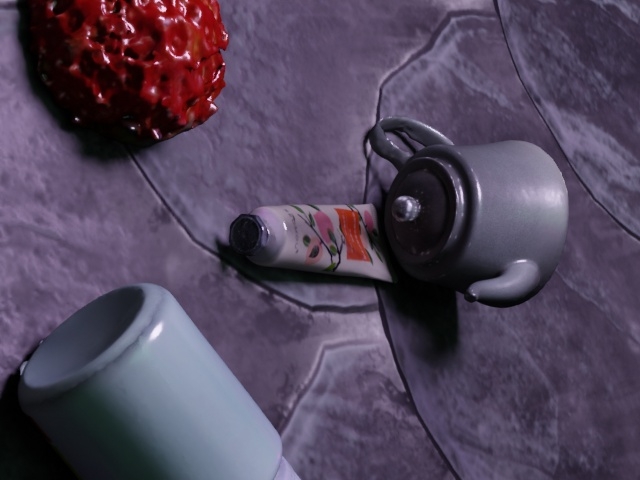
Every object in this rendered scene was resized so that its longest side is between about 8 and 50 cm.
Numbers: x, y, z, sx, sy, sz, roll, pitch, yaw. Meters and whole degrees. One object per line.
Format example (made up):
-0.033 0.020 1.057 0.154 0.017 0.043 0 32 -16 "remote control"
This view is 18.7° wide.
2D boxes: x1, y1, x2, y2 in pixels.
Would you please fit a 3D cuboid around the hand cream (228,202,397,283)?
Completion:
0.000 0.000 1.739 0.234 0.050 0.080 3 69 -57 "hand cream"

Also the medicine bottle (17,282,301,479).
-0.110 0.154 1.450 0.225 0.139 0.139 54 40 -20 "medicine bottle"

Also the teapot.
0.121 -0.029 1.829 0.149 0.162 0.239 6 45 -38 "teapot"

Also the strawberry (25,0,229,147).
-0.148 -0.199 1.581 0.190 0.111 0.236 -19 89 -51 "strawberry"
